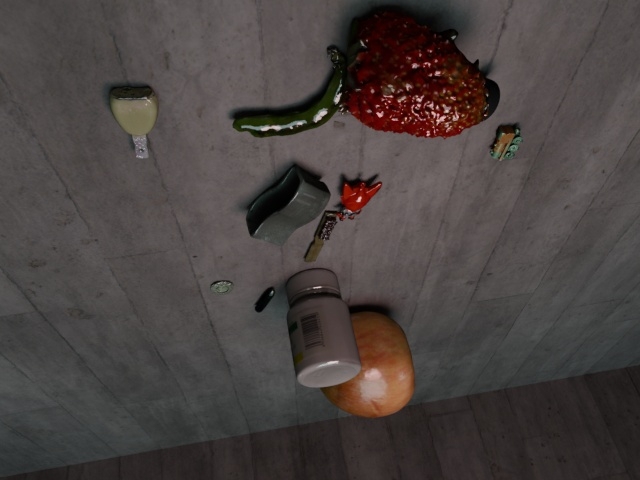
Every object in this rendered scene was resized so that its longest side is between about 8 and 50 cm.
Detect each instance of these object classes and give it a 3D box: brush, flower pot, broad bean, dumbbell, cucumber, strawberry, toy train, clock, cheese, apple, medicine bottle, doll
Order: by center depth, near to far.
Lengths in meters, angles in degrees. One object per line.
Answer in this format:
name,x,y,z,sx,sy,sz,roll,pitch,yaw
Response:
strawberry,0.186,-0.309,1.115,0.306,0.138,0.233,14,115,8
cheese,-0.390,-0.244,1.224,0.097,0.037,0.192,-3,145,-12
broad bean,-0.046,-0.294,1.255,0.292,0.049,0.144,-30,136,21
dumbbell,0.293,-0.330,1.256,0.191,0.100,0.100,10,141,-30
toy train,0.478,-0.250,1.486,0.064,0.044,0.103,-2,143,-10
flower pot,-0.086,-0.087,1.495,0.108,0.103,0.229,21,133,-40
doll,0.093,-0.105,1.564,0.109,0.057,0.169,-3,144,-18
brush,0.000,0.000,1.713,0.043,0.036,0.248,5,143,-17
medicine bottle,-0.001,0.278,1.849,0.208,0.340,0.208,-9,146,-6
clock,-0.319,0.155,1.865,0.074,0.010,0.083,-4,147,-12
cucumber,-0.187,0.203,1.958,0.032,0.032,0.133,8,142,-28
apple,0.161,0.456,2.134,0.346,0.391,0.391,-5,146,-13
